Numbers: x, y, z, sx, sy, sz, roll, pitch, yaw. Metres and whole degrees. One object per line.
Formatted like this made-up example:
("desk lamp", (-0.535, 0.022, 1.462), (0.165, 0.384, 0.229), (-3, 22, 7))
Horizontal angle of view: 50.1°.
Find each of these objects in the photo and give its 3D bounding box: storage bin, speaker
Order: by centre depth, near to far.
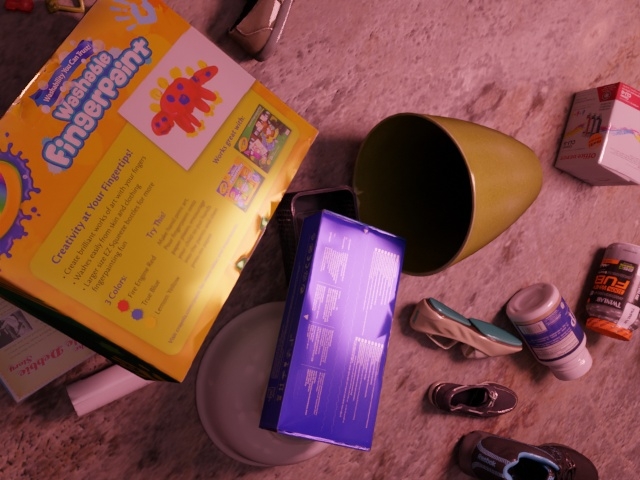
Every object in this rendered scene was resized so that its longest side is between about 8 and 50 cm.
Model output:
("speaker", (-0.329, 0.226, 1.085), (0.136, 0.055, 0.055), (-24, 101, -20))
("storage bin", (0.000, 0.000, 1.198), (0.122, 0.084, 0.180), (-10, 95, -22))

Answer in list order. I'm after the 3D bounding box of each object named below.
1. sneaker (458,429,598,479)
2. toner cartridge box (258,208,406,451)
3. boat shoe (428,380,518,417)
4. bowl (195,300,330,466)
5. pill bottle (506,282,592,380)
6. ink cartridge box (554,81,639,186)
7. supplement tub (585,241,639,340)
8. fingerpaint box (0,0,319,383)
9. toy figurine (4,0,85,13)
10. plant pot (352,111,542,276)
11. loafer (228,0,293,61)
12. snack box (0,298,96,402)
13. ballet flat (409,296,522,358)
("sneaker", (0.444, 0.474, 1.376), (0.341, 0.140, 0.125), (15, 85, -24))
("toner cartridge box", (0.025, 0.142, 1.089), (0.165, 0.075, 0.347), (20, 72, -24))
("boat shoe", (0.315, 0.318, 1.354), (0.206, 0.065, 0.075), (10, 88, -23))
("bowl", (-0.052, 0.256, 1.161), (0.298, 0.134, 0.297), (-1, 92, -22))
("pill bottle", (0.469, 0.188, 1.388), (0.112, 0.112, 0.186), (-41, 107, -16))
("ink cartridge box", (0.593, -0.212, 1.413), (0.127, 0.128, 0.176), (19, 84, -22))
("supplement tub", (0.639, 0.109, 1.454), (0.117, 0.117, 0.190), (25, 82, -22))
("fingerpaint box", (-0.267, -0.082, 0.974), (0.371, 0.163, 0.444), (36, 64, -22))
("toy figurine", (-0.416, -0.434, 0.932), (0.363, 0.217, 0.191), (4, 91, -22))
("plant pot", (0.256, -0.098, 1.228), (0.294, 0.275, 0.274), (-12, 97, -39))
("loafer", (-0.084, -0.428, 1.138), (0.087, 0.094, 0.251), (20, 85, -27))
("snack box", (-0.371, 0.078, 1.056), (0.322, 0.060, 0.187), (-33, 102, -18))
("ballet flat", (0.279, 0.184, 1.335), (0.248, 0.086, 0.086), (25, 83, -20))
